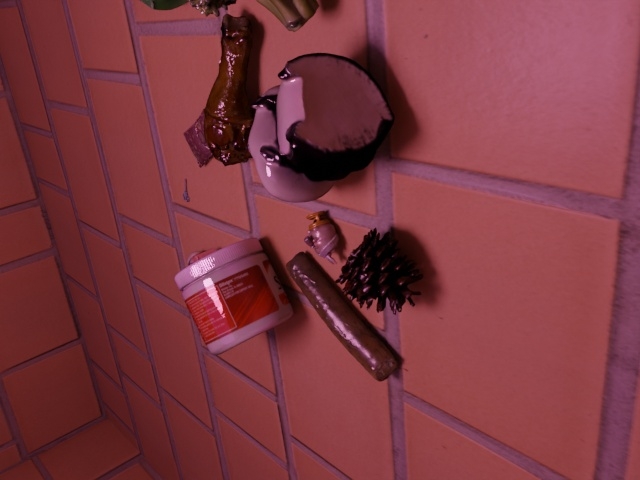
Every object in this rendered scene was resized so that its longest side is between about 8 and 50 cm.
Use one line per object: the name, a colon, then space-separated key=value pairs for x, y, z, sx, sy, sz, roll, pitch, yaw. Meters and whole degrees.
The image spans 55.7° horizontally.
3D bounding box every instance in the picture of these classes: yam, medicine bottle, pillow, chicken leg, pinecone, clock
yam: x=0.042 y=0.177 z=1.450 sx=0.371 sy=0.083 sz=0.083 roll=48 pitch=140 yaw=24
medicine bottle: x=-0.229 y=0.151 z=1.626 sx=0.252 sy=0.253 sz=0.240 roll=-32 pitch=84 yaw=54
pillow: x=-0.323 y=-0.282 z=1.684 sx=0.185 sy=0.043 sz=0.118 roll=-20 pitch=99 yaw=57
chicken leg: x=-0.204 y=-0.320 z=1.427 sx=0.211 sy=0.140 sz=0.361 roll=53 pitch=147 yaw=31
pinecone: x=0.127 y=0.074 z=1.224 sx=0.165 sy=0.163 sz=0.163 roll=37 pitch=140 yaw=3
clock: x=-0.348 y=0.105 z=1.902 sx=0.162 sy=0.093 sz=0.165 roll=-18 pitch=95 yaw=63

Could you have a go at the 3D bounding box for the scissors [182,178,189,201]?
scissors: x=-0.425 y=-0.160 z=1.911 sx=0.036 sy=0.006 sz=0.083 roll=38 pitch=136 yaw=36

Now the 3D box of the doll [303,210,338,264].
doll: x=0.000 y=0.000 z=1.394 sx=0.073 sy=0.084 sz=0.127 roll=-25 pitch=82 yaw=55

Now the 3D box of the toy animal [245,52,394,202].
toy animal: x=-0.020 y=-0.199 z=1.195 sx=0.250 sy=0.251 sz=0.310 roll=64 pitch=157 yaw=2

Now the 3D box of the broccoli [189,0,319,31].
broccoli: x=-0.113 y=-0.528 z=1.107 sx=0.288 sy=0.260 sz=0.235 roll=-5 pitch=71 yaw=49

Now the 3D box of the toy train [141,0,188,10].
toy train: x=-0.447 y=-0.720 z=1.531 sx=0.301 sy=0.120 sz=0.202 roll=39 pitch=140 yaw=32
